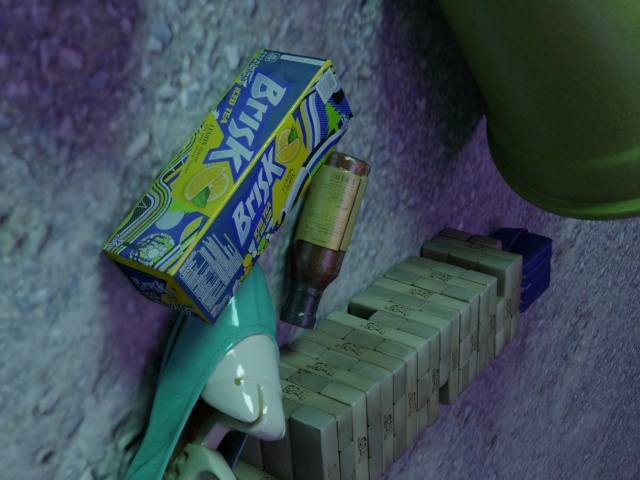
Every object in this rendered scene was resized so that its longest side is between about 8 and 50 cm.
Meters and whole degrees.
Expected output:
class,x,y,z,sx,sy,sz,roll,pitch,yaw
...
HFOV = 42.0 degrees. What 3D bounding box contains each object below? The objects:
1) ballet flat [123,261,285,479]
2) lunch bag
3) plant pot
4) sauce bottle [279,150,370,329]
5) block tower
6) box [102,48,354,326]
class,x,y,z,sx,sy,sz,roll,pitch,yaw
ballet flat,-0.068,0.129,0.520,0.083,0.087,0.247,39,71,-54
lunch bag,0.205,0.025,0.886,0.098,0.067,0.065,-35,131,-45
plant pot,0.206,-0.198,0.653,0.254,0.276,0.276,42,68,-41
sauce bottle,0.000,0.000,0.605,0.042,0.042,0.128,22,87,-56
block tower,0.060,0.097,0.689,0.335,0.091,0.097,-34,129,-44
box,-0.050,-0.037,0.501,0.169,0.059,0.054,-56,144,-24
